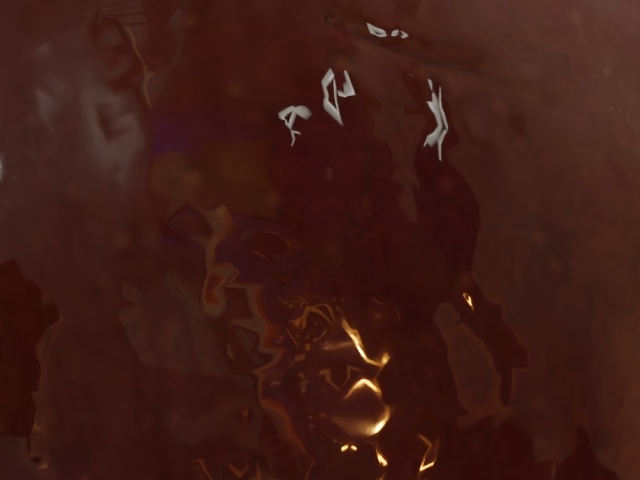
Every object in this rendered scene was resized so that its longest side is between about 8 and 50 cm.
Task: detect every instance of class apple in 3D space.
[{"bbox_3d":[0.000,0.000,0.500,0.306,0.305,0.235,-148,-130,-84],"label":"apple"}]
